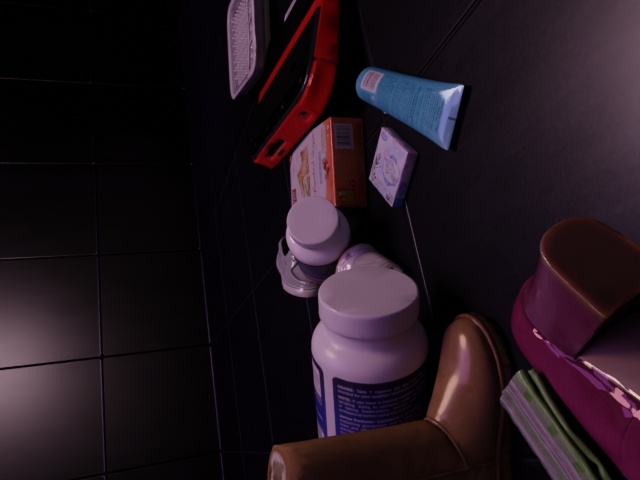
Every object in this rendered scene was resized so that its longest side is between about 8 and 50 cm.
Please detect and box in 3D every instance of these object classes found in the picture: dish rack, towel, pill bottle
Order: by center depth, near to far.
[{"bbox_3d":[0.204,0.172,0.456,0.113,0.023,0.152,59,178,27],"label":"towel"},{"bbox_3d":[0.066,0.178,0.694,0.153,0.153,0.265,-131,33,-58],"label":"pill bottle"},{"bbox_3d":[0.000,0.000,0.871,0.180,0.108,0.108,69,-171,-69],"label":"pill bottle"},{"bbox_3d":[-0.193,-0.563,1.438,0.333,0.072,0.286,177,90,-69],"label":"dish rack"}]

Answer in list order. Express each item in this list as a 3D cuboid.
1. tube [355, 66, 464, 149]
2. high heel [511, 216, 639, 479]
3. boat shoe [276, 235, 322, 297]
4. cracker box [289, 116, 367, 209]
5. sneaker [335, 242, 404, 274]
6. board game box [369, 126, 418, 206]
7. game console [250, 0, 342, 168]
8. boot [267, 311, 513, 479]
[{"bbox_3d":[0.120,-0.194,0.714,0.207,0.052,0.080,-133,40,-52],"label":"tube"},{"bbox_3d":[0.271,0.157,0.343,0.181,0.127,0.377,67,178,-53],"label":"high heel"},{"bbox_3d":[-0.053,0.050,1.140,0.227,0.079,0.081,-132,39,-63],"label":"boat shoe"},{"bbox_3d":[0.007,-0.125,0.981,0.232,0.067,0.156,170,97,-69],"label":"cracker box"},{"bbox_3d":[0.074,0.143,0.808,0.121,0.099,0.263,-155,63,-61],"label":"sneaker"},{"bbox_3d":[0.108,-0.112,0.785,0.090,0.020,0.090,-119,33,-49],"label":"board game box"},{"bbox_3d":[-0.049,-0.352,1.046,0.386,0.060,0.342,150,130,-63],"label":"game console"},{"bbox_3d":[0.079,0.208,0.554,0.089,0.269,0.236,163,103,-67],"label":"boot"}]
